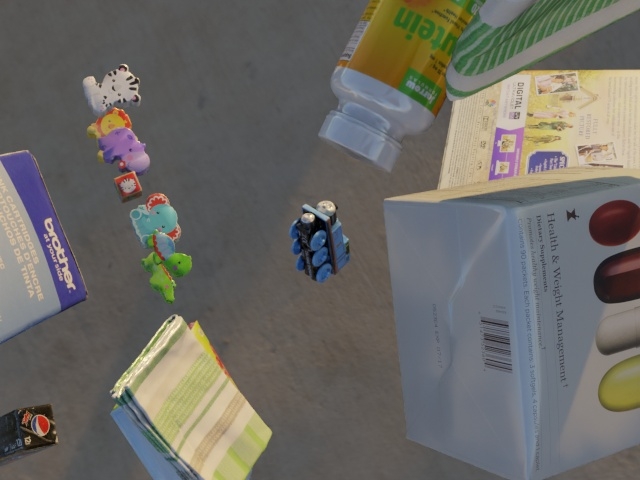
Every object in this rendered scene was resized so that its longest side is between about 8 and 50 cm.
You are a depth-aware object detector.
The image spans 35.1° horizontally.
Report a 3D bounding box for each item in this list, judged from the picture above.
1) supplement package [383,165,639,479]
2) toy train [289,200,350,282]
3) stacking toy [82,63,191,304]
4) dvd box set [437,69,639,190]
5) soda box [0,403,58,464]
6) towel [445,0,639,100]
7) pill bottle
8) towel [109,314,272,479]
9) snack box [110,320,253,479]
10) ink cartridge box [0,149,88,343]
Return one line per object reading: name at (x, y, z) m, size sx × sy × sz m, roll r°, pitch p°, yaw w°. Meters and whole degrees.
supplement package at (0.178, 0.050, 0.767) m, size 0.149 × 0.203 × 0.194 m, roll 9°, pitch 107°, yaw 59°
toy train at (0.000, 0.000, 1.939) m, size 0.080 × 0.184 × 0.105 m, roll 28°, pitch 59°, yaw 29°
stacking toy at (-0.177, -0.052, 1.013) m, size 0.052 × 0.167 × 0.221 m, roll -22°, pitch 84°, yaw -14°
dvd box set at (0.394, -0.129, 1.476) m, size 0.421 × 0.062 × 0.307 m, roll 2°, pitch 52°, yaw 16°
soda box at (-0.425, 0.271, 1.379) m, size 0.169 × 0.053 × 0.060 m, roll -26°, pitch 73°, yaw 41°
towel at (0.207, -0.180, 0.567) m, size 0.248 × 0.325 × 0.038 m, roll -26°, pitch 87°, yaw -12°
pill bottle at (0.096, -0.212, 1.220) m, size 0.136 × 0.136 × 0.245 m, roll 27°, pitch 91°, yaw 25°
towel at (-0.107, 0.153, 0.896) m, size 0.023 × 0.113 × 0.152 m, roll -25°, pitch 110°, yaw 38°
snack box at (-0.147, 0.213, 1.179) m, size 0.070 × 0.207 × 0.174 m, roll -27°, pitch 103°, yaw 13°
ink cartridge box at (-0.372, 0.050, 0.780) m, size 0.270 × 0.395 × 0.151 m, roll -18°, pitch 97°, yaw 18°
